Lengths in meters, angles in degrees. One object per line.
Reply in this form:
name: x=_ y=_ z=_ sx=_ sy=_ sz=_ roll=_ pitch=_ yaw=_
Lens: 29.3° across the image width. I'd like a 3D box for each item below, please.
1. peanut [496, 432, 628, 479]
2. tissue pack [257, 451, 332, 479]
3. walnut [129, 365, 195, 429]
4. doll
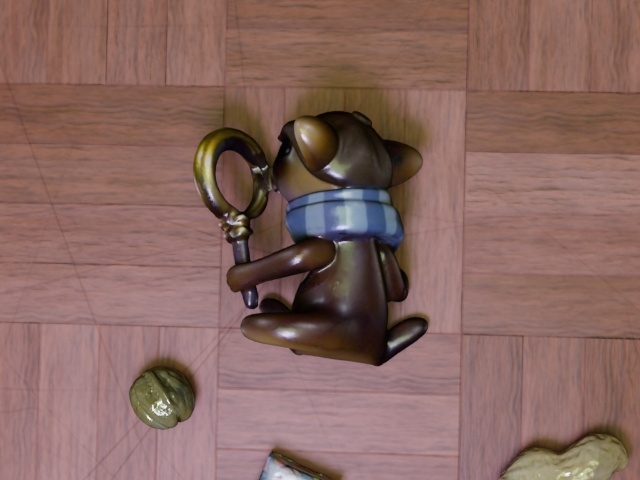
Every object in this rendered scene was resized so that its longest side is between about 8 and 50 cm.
peanut: x=0.318 y=0.309 z=1.624 sx=0.187 sy=0.082 sz=0.082 roll=-15 pitch=88 yaw=3
tissue pack: x=-0.049 y=0.375 z=1.651 sx=0.108 sy=0.060 sz=0.148 roll=24 pitch=91 yaw=2
walnut: x=-0.213 y=0.213 z=1.653 sx=0.092 sy=0.092 sz=0.092 roll=0 pitch=89 yaw=3
doll: x=-0.002 y=0.001 z=1.602 sx=0.318 sy=0.209 sz=0.340 roll=0 pitch=91 yaw=-29
